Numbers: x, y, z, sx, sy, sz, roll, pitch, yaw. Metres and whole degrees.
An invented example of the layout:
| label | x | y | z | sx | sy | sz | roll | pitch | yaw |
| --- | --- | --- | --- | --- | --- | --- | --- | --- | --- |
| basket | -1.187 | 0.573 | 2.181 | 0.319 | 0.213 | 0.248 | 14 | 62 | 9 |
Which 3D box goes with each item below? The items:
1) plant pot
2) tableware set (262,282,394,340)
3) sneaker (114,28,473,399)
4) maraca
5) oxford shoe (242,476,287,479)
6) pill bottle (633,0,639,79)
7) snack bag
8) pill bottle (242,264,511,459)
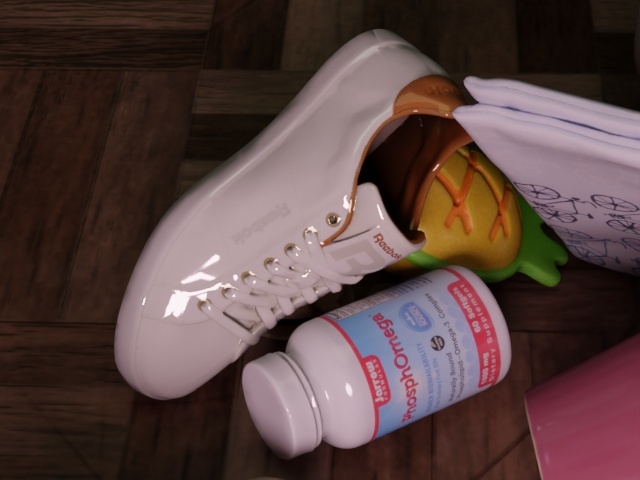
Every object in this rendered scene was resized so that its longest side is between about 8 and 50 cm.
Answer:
| label | x | y | z | sx | sy | sz | roll | pitch | yaw |
| --- | --- | --- | --- | --- | --- | --- | --- | --- | --- |
| plant pot | 0.218 | 0.125 | 1.035 | 0.180 | 0.201 | 0.201 | -16 | 37 | 8 |
| tableware set | 0.000 | 0.000 | 1.314 | 0.128 | 0.039 | 0.194 | 11 | 39 | 16 |
| sneaker | -0.016 | 0.000 | 1.164 | 0.290 | 0.106 | 0.123 | -51 | 46 | 4 |
| maraca | 0.096 | -0.016 | 1.278 | 0.186 | 0.099 | 0.127 | 10 | 43 | -35 |
| oxford shoe | -0.102 | 0.215 | 0.929 | 0.141 | 0.146 | 0.397 | 12 | 30 | 25 |
| pill bottle | 0.416 | -0.180 | 1.418 | 0.323 | 0.181 | 0.181 | 10 | 39 | 15 |
| snack bag | 0.277 | 0.002 | 1.117 | 0.343 | 0.323 | 0.037 | 16 | 80 | 23 |
| pill bottle | 0.035 | 0.080 | 1.168 | 0.160 | 0.087 | 0.087 | -22 | 42 | -24 |
